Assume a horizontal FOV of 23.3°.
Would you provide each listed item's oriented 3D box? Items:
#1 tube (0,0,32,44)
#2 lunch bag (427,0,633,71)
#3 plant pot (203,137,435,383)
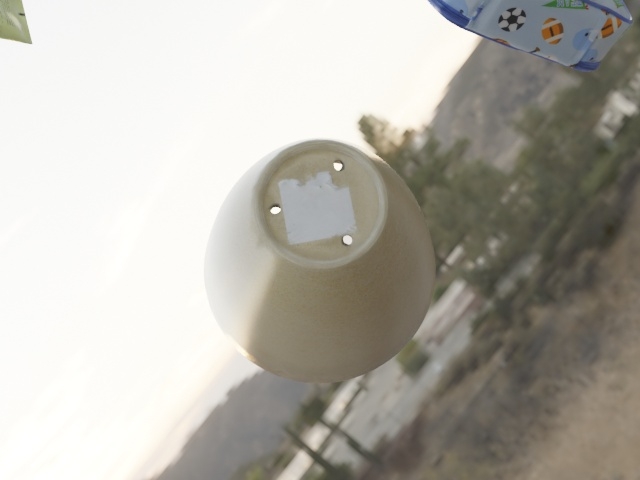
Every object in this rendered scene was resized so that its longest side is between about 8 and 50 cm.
[{"bbox_3d":[-0.456,-0.280,1.824,0.240,0.062,0.070,2,-81,-37],"label":"tube"},{"bbox_3d":[0.260,-0.349,2.045,0.115,0.303,0.243,-55,33,30],"label":"lunch bag"},{"bbox_3d":[0.000,0.000,1.579,0.256,0.256,0.274,-50,-8,-10],"label":"plant pot"}]
